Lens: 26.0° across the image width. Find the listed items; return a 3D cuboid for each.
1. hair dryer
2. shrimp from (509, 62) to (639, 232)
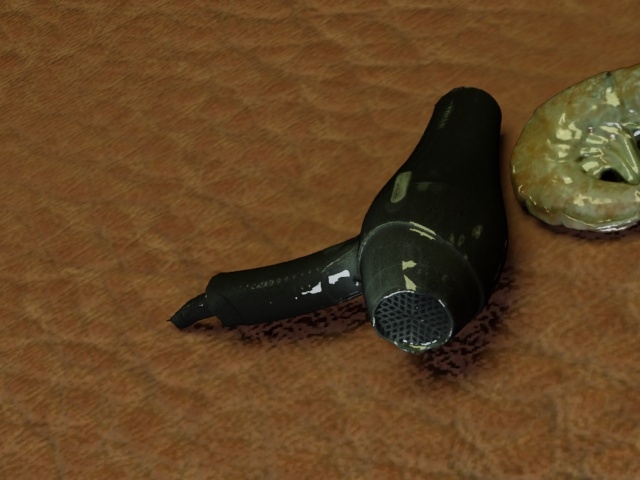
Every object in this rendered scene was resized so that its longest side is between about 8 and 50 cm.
[{"bbox_3d":[0.000,0.000,0.924,0.272,0.091,0.235,-16,31,26],"label":"hair dryer"},{"bbox_3d":[0.222,-0.069,0.867,0.223,0.047,0.126,-19,47,25],"label":"shrimp"}]
